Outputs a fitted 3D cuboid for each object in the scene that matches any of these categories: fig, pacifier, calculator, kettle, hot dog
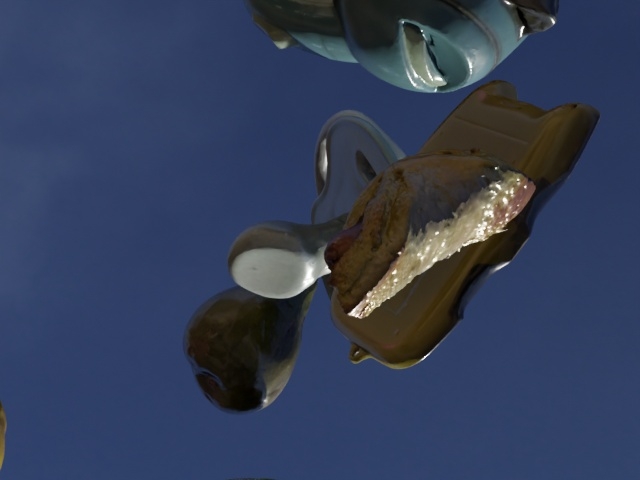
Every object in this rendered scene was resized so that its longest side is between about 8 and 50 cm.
[{"bbox_3d":[-0.077,0.105,1.498,0.126,0.185,0.133,-31,-78,36],"label":"fig"},{"bbox_3d":[0.000,0.000,1.342,0.227,0.207,0.279,57,-27,30],"label":"pacifier"},{"bbox_3d":[0.088,-0.013,0.933,0.236,0.033,0.157,-55,-150,-3],"label":"calculator"},{"bbox_3d":[0.088,-0.287,1.180,0.319,0.247,0.342,8,-116,29],"label":"kettle"},{"bbox_3d":[0.055,-0.016,0.758,0.061,0.169,0.078,42,-43,22],"label":"hot dog"}]

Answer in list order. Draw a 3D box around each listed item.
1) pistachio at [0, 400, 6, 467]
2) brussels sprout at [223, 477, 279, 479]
[{"bbox_3d":[-0.241,0.086,0.759,0.189,0.100,0.110,44,-69,17],"label":"pistachio"},{"bbox_3d":[-0.051,0.410,1.413,0.268,0.344,0.344,147,-53,-64],"label":"brussels sprout"}]
